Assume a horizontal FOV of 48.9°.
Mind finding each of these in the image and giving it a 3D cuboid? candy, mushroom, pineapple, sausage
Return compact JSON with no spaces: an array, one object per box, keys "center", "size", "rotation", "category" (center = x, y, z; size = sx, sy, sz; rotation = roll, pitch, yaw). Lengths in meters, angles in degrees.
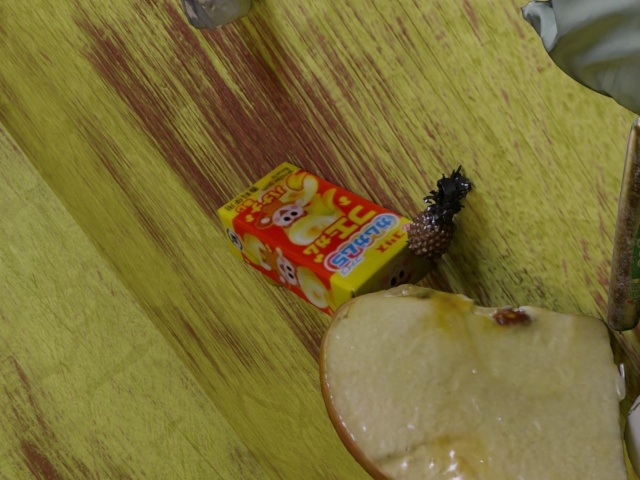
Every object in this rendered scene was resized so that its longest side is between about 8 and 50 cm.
[{"center":[0.000,0.000,0.960],"size":[0.276,0.146,0.088],"rotation":[31,147,39],"category":"candy"},{"center":[-0.134,-0.351,0.796],"size":[0.092,0.081,0.223],"rotation":[55,159,39],"category":"mushroom"},{"center":[0.140,-0.028,0.804],"size":[0.058,0.058,0.124],"rotation":[44,148,15],"category":"pineapple"},{"center":[0.280,-0.005,0.628],"size":[0.033,0.033,0.269],"rotation":[29,146,38],"category":"sausage"}]

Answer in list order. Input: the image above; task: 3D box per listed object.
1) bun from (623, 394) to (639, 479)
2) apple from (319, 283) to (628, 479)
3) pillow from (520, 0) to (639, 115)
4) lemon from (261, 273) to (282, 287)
[{"center":[0.371,0.190,0.670],"size":[0.138,0.094,0.138],"rotation":[0,89,45],"category":"bun"},{"center":[0.153,0.176,0.777],"size":[0.314,0.309,0.252],"rotation":[-30,-57,-80],"category":"apple"},{"center":[0.267,-0.157,0.344],"size":[0.310,0.138,0.283],"rotation":[38,142,22],"category":"pillow"},{"center":[-0.072,0.049,1.227],"size":[0.065,0.065,0.092],"rotation":[19,146,47],"category":"lemon"}]
